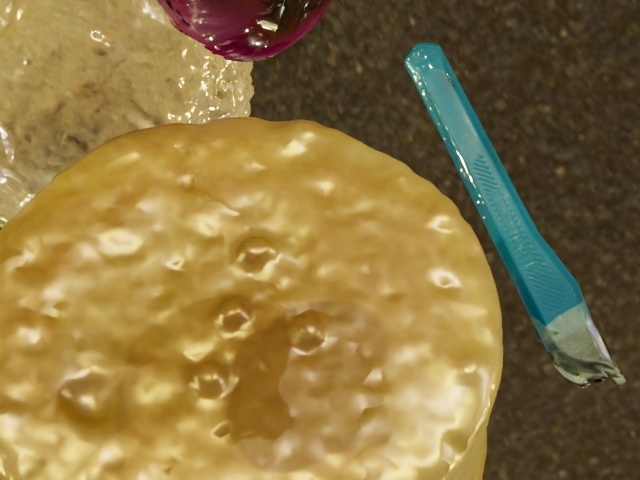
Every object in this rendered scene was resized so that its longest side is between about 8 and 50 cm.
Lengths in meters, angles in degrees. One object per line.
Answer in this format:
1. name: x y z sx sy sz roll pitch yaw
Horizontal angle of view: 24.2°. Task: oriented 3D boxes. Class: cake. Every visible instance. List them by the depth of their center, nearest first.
1. cake: -0.052 0.129 0.949 0.332 0.332 0.321 -8 145 -5

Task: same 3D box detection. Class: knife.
1. knife: 0.140 -0.019 1.106 0.044 0.297 0.026 -26 168 5

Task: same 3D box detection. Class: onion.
1. onion: -0.024 -0.132 0.634 0.115 0.104 0.115 -43 149 -34

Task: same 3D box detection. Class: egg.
1. egg: -0.196 -0.142 1.263 0.310 0.279 0.279 -40 121 18
